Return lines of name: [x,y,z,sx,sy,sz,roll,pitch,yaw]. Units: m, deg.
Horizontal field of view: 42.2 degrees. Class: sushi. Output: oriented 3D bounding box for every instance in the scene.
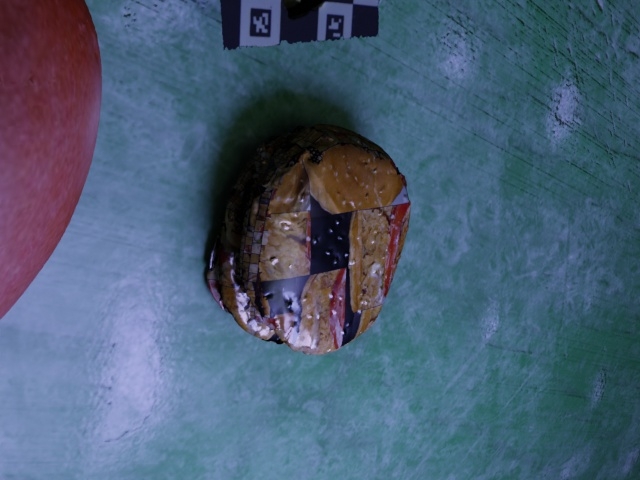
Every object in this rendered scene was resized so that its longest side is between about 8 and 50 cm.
sushi: [-0.030,-0.274,0.690,0.192,0.051,0.215,-17,114,-43]

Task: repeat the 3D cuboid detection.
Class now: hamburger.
hamburger: [0.000,0.000,0.806,0.231,0.107,0.230,-12,109,-38]

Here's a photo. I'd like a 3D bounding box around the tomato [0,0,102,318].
tomato: [-0.253,-0.070,0.366,0.322,0.321,0.321,-20,121,-38]
